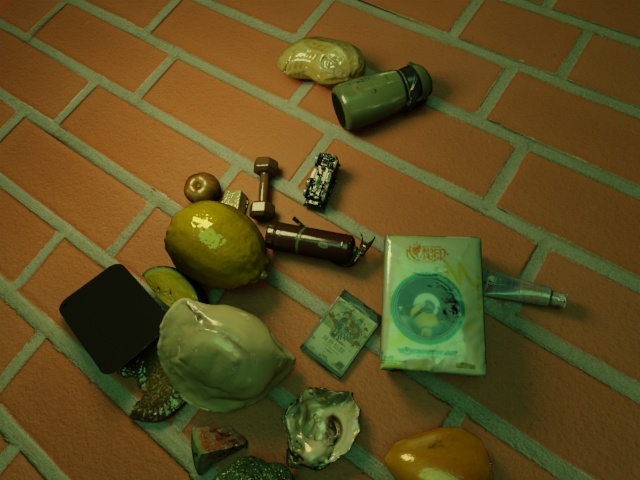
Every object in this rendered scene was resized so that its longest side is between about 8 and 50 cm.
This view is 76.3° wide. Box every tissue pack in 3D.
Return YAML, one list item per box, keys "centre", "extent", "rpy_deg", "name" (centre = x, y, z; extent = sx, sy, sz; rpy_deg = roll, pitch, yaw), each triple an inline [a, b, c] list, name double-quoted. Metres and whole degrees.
- centre: [0.320, 0.184, 1.176]
  extent: [0.288, 0.162, 0.387]
  rpy_deg: [1, 71, 9]
  name: "tissue pack"

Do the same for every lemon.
- centre: [-0.319, 0.014, 1.281]
  extent: [0.317, 0.285, 0.285]
  rpy_deg: [7, 70, -12]
  name: "lemon"

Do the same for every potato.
- centre: [-0.306, -0.118, 1.430]
  extent: [0.086, 0.061, 0.122]
  rpy_deg: [2, 70, 11]
  name: "potato"

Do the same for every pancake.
- centre: [-0.523, 0.416, 1.283]
  extent: [0.289, 0.033, 0.285]
  rpy_deg: [18, 75, 14]
  name: "pancake"

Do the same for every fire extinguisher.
- centre: [0.000, 0.000, 1.318]
  extent: [0.342, 0.105, 0.141]
  rpy_deg: [10, 73, 14]
  name: "fire extinguisher"

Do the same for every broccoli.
- centre: [-0.182, 0.709, 1.036]
  extent: [0.254, 0.269, 0.268]
  rpy_deg: [-7, 69, 16]
  name: "broccoli"

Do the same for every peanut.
- centre: [0.007, -0.674, 1.542]
  extent: [0.340, 0.158, 0.174]
  rpy_deg: [24, 105, 20]
  name: "peanut"

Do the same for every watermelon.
- centre: [-0.445, 0.177, 1.307]
  extent: [0.301, 0.123, 0.129]
  rpy_deg: [43, 77, 13]
  name: "watermelon"
- centre: [-0.304, 0.571, 1.157]
  extent: [0.158, 0.121, 0.097]
  rpy_deg: [-26, 47, -6]
  name: "watermelon"

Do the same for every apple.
- centre: [-0.420, -0.185, 1.448]
  extent: [0.126, 0.102, 0.125]
  rpy_deg: [-2, 71, 6]
  name: "apple"

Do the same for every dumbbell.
- centre: [-0.198, -0.182, 1.425]
  extent: [0.082, 0.092, 0.230]
  rpy_deg: [9, 70, -19]
  name: "dumbbell"

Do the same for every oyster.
- centre: [0.004, 0.522, 1.141]
  extent: [0.223, 0.083, 0.214]
  rpy_deg: [-3, 73, 4]
  name: "oyster"

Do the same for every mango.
- centre: [0.298, 0.581, 1.043]
  extent: [0.257, 0.138, 0.187]
  rpy_deg: [-5, 54, -4]
  name: "mango"

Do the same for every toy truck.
- centre: [0.004, -0.200, 1.401]
  extent: [0.083, 0.092, 0.191]
  rpy_deg: [17, 82, 14]
  name: "toy truck"

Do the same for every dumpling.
- centre: [-0.288, 0.344, 1.161]
  extent: [0.395, 0.233, 0.315]
  rpy_deg: [35, 89, -14]
  name: "dumpling"

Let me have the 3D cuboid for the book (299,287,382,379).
- centre: [0.064, 0.282, 1.249]
  extent: [0.158, 0.026, 0.231]
  rpy_deg: [35, 79, 18]
  name: "book"

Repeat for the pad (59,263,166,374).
- centre: [-0.646, 0.234, 1.355]
  extent: [0.375, 0.063, 0.315]
  rpy_deg: [37, 67, 29]
  name: "pad"

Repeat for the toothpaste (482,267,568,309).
- centre: [0.597, 0.149, 1.211]
  extent: [0.234, 0.057, 0.089]
  rpy_deg: [14, 71, 19]
  name: "toothpaste"

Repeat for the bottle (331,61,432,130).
- centre: [0.224, -0.516, 1.447]
  extent: [0.347, 0.168, 0.168]
  rpy_deg: [-20, 69, -4]
  name: "bottle"
